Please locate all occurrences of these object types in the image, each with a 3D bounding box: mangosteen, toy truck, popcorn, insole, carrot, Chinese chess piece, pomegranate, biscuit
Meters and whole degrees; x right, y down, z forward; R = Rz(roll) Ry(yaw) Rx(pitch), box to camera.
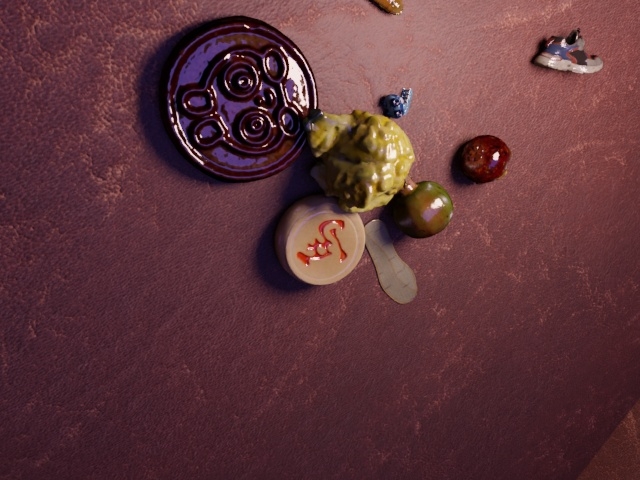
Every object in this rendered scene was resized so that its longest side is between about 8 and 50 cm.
[{"bbox_3d":[0.514,-0.253,1.585,0.181,0.155,0.146,-17,90,-47],"label":"mangosteen"},{"bbox_3d":[0.224,-0.392,1.456,0.090,0.056,0.073,-39,124,-19],"label":"toy truck"},{"bbox_3d":[0.108,-0.203,1.364,0.292,0.237,0.293,1,95,12],"label":"popcorn"},{"bbox_3d":[0.225,0.077,1.654,0.119,0.009,0.348,-32,118,-7],"label":"insole"},{"bbox_3d":[0.113,-0.656,1.318,0.254,0.049,0.049,22,100,-23],"label":"carrot"},{"bbox_3d":[0.000,0.000,1.482,0.273,0.102,0.273,-8,112,-19],"label":"Chinese chess piece"},{"bbox_3d":[0.284,-0.115,1.523,0.181,0.181,0.224,-44,103,-2],"label":"pomegranate"},{"bbox_3d":[-0.193,-0.340,1.283,0.407,0.091,0.408,-8,113,-19],"label":"biscuit"}]

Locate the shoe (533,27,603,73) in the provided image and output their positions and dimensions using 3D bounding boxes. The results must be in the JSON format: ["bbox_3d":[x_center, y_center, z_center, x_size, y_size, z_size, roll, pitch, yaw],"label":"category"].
[{"bbox_3d":[0.768,-0.583,1.574,0.227,0.099,0.126,-2,113,-17],"label":"shoe"}]
